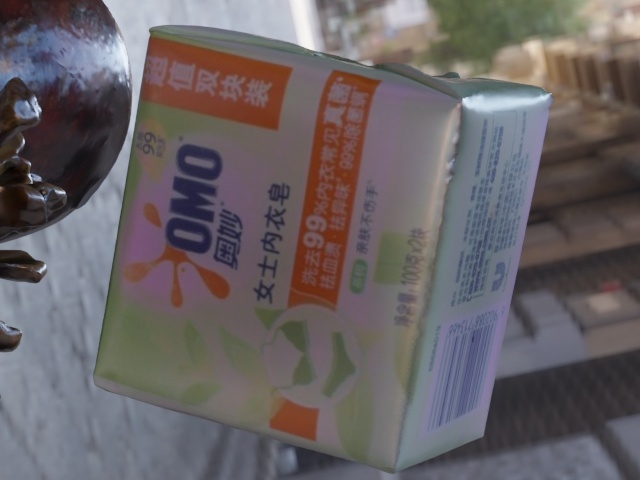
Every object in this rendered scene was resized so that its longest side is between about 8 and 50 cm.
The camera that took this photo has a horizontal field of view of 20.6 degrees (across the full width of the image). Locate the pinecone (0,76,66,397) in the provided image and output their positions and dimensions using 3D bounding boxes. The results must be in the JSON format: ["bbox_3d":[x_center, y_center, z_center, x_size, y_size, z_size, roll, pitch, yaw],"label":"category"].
[{"bbox_3d":[-0.363,-0.003,1.285,0.384,0.384,0.384,-12,90,-88],"label":"pinecone"}]

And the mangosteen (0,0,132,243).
[{"bbox_3d":[-0.343,-0.162,1.691,0.306,0.306,0.359,76,-10,-56],"label":"mangosteen"}]

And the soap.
[{"bbox_3d":[0.000,0.000,0.904,0.138,0.182,0.199,-11,113,-64],"label":"soap"}]
